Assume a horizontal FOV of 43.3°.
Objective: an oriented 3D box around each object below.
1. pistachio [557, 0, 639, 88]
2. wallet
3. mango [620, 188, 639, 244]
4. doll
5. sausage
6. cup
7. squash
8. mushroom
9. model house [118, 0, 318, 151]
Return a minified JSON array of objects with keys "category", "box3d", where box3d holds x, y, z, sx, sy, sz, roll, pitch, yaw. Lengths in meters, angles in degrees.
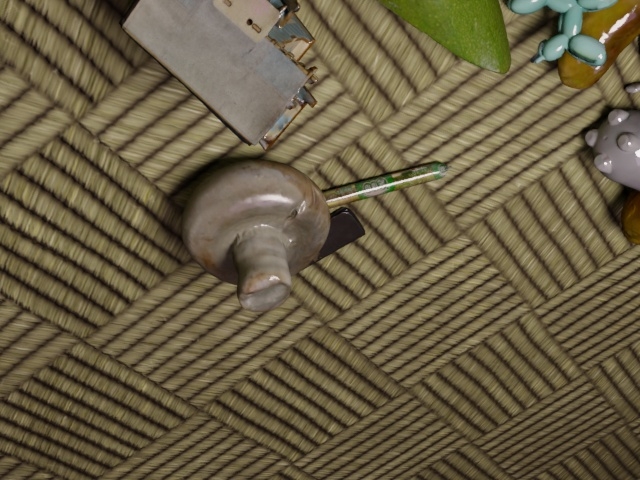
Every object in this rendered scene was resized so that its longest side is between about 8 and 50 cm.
[{"category":"pistachio","box3d":[0.436,-0.327,1.259,0.110,0.100,0.189,32,115,-15]},{"category":"wallet","box3d":[0.000,0.000,1.451,0.157,0.018,0.082,-29,133,8]},{"category":"mango","box3d":[0.668,-0.079,1.505,0.236,0.166,0.136,-34,107,4]},{"category":"doll","box3d":[0.358,-0.341,1.198,0.159,0.059,0.159,6,100,18]},{"category":"sausage","box3d":[0.099,-0.093,1.391,0.269,0.032,0.032,-15,133,-6]},{"category":"cup","box3d":[0.559,-0.176,1.407,0.142,0.134,0.173,14,126,-26]},{"category":"squash","box3d":[0.175,-0.315,1.172,0.203,0.111,0.288,-24,135,4]},{"category":"mushroom","box3d":[-0.094,0.001,1.280,0.244,0.243,0.243,-10,132,-11]},{"category":"model house","box3d":[-0.102,-0.269,1.075,0.271,0.206,0.178,40,110,1]}]
